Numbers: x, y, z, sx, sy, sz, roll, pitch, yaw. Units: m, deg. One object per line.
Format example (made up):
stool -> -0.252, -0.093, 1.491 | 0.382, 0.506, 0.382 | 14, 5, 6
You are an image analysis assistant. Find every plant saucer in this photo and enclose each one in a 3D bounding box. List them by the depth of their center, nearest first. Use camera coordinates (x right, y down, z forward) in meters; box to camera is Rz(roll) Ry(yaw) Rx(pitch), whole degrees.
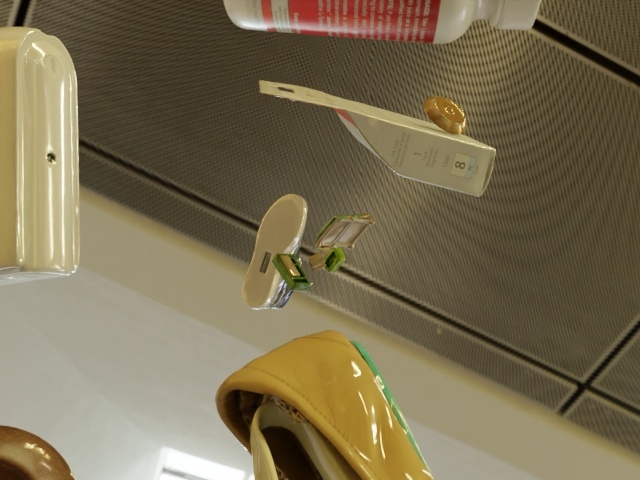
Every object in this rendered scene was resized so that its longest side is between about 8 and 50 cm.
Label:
plant saucer -> -0.367, 0.305, 0.877 | 0.199, 0.036, 0.198 | 0, -95, -4
plant saucer -> 0.209, -0.210, 1.314 | 0.083, 0.083, 0.015 | 30, -47, -9

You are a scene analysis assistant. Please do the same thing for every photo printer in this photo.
photo printer -> -0.407, -0.097, 0.965 | 0.256, 0.107, 0.307 | -10, -101, 30

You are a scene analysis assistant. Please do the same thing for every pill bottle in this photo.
pill bottle -> 0.085, -0.385, 1.068 | 0.408, 0.229, 0.229 | 6, -61, 4

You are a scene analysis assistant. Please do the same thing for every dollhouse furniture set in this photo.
dollhouse furniture set -> 0.000, 0.000, 1.095 | 0.076, 0.058, 0.151 | 2, -43, -45

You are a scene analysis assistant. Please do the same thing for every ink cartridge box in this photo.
ink cartridge box -> 0.073, -0.185, 1.383 | 0.385, 0.308, 0.091 | 13, -77, -8

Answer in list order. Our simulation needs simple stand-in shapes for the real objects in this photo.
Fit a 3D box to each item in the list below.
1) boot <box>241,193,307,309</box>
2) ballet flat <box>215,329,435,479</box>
boot -> -0.060, 0.019, 1.262 | 0.069, 0.086, 0.190 | 28, -83, 26
ballet flat -> 0.028, 0.130, 0.291 | 0.073, 0.232, 0.080 | -10, -48, -29
